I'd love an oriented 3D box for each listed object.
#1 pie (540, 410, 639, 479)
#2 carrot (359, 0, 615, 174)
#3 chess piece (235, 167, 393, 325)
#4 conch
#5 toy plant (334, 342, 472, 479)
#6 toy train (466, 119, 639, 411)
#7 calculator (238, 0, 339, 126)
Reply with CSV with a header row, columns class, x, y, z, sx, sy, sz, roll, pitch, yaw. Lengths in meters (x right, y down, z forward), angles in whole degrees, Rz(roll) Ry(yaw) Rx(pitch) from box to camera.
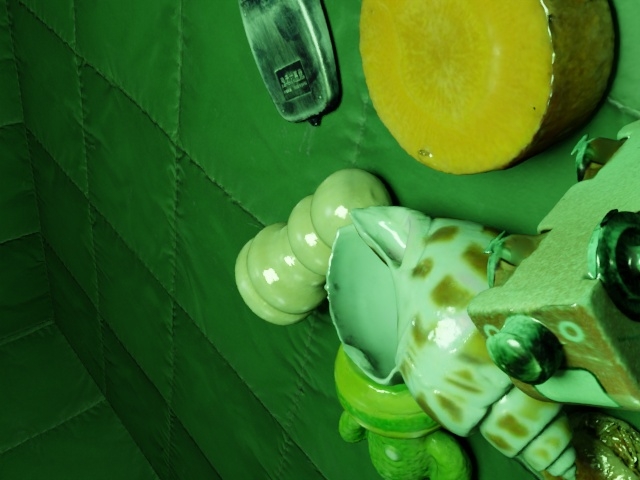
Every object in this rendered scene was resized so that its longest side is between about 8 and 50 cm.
class,x,y,z,sx,sy,sz,roll,pitch,yaw
pie,0.343,0.300,0.730,0.193,0.078,0.163,50,144,23
carrot,0.153,-0.215,0.672,0.307,0.100,0.259,47,137,28
chess piece,0.000,0.000,0.955,0.299,0.167,0.167,-42,75,45
conch,0.155,0.105,0.729,0.249,0.197,0.368,-42,43,27
toy plant,0.119,0.270,0.931,0.224,0.184,0.316,13,131,27
toy train,0.251,0.011,0.491,0.159,0.326,0.129,53,152,-8
calculator,-0.049,-0.302,0.936,0.177,0.040,0.268,-5,109,55
